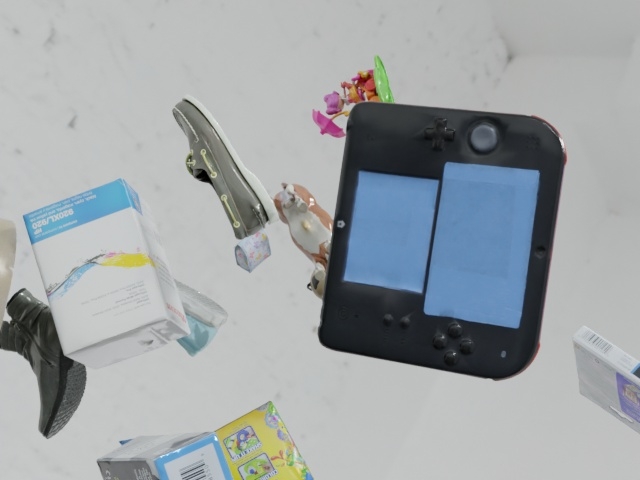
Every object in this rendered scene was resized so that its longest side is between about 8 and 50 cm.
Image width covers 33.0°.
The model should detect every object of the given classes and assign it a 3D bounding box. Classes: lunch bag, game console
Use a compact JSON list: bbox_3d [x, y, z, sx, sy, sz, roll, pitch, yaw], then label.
[{"bbox_3d":[-0.147,0.015,2.304,0.053,0.071,0.083,32,-30,27],"label":"lunch bag"},{"bbox_3d":[0.176,-0.004,1.605,0.342,0.386,0.060,8,-1,18],"label":"game console"}]

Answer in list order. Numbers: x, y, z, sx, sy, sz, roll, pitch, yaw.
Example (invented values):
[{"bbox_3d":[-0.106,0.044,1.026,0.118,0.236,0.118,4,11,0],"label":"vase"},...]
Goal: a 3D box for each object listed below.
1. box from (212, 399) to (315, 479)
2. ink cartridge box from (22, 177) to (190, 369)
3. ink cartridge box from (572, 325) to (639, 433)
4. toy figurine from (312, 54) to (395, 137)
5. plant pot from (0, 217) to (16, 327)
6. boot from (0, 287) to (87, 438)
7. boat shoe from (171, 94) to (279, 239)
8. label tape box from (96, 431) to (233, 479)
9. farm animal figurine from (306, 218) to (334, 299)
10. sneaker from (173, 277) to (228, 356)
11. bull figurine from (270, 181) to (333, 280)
[{"bbox_3d":[-0.098,0.545,2.319,0.279,0.177,0.290,57,-11,29],"label":"box"},{"bbox_3d":[-0.325,0.057,1.667,0.171,0.168,0.233,70,0,-76],"label":"ink cartridge box"},{"bbox_3d":[0.564,0.275,2.006,0.206,0.045,0.208,36,-20,35],"label":"ink cartridge box"},{"bbox_3d":[0.059,-0.275,2.158,0.159,0.173,0.130,-18,-34,15],"label":"toy figurine"},{"bbox_3d":[-0.600,0.084,1.654,0.191,0.284,0.284,15,-18,-24],"label":"plant pot"},{"bbox_3d":[-0.491,0.211,1.888,0.161,0.083,0.246,23,-69,14],"label":"boot"},{"bbox_3d":[-0.195,-0.138,2.006,0.305,0.091,0.109,54,-10,15],"label":"boat shoe"},{"bbox_3d":[-0.233,0.427,1.633,0.347,0.115,0.249,-19,-88,55],"label":"label tape box"},{"bbox_3d":[0.088,0.041,2.662,0.172,0.330,0.327,21,-57,-43],"label":"farm animal figurine"},{"bbox_3d":[-0.385,0.129,2.288,0.366,0.150,0.135,31,5,-8],"label":"sneaker"},{"bbox_3d":[0.000,0.000,2.321,0.310,0.101,0.188,48,9,7],"label":"bull figurine"}]
